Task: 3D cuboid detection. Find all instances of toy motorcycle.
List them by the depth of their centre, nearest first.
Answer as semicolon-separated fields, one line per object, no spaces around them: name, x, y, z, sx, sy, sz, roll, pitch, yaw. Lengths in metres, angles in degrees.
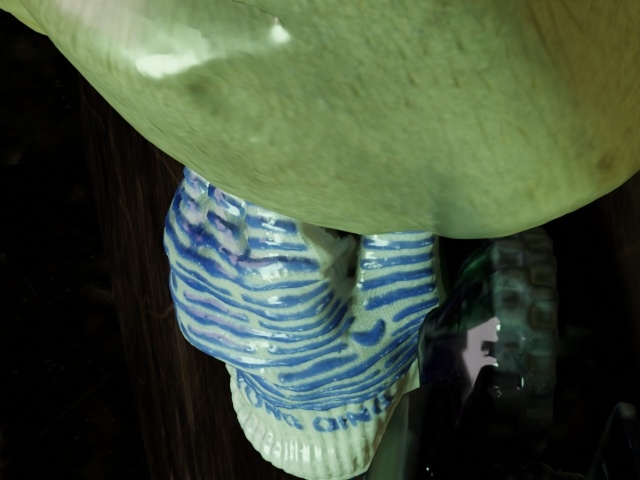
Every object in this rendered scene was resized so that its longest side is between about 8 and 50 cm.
toy motorcycle;0.056;0.132;0.591;0.159;0.106;0.270;106;169;-55

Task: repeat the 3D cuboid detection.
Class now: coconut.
coconut;0.009;-0.108;0.467;0.224;0.224;0.224;172;90;-79

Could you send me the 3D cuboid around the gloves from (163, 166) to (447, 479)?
gloves;-0.002;0.006;0.661;0.097;0.119;0.229;-51;-31;-41

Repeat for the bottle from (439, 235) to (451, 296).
bottle;-0.008;-0.121;0.811;0.093;0.093;0.330;134;127;-77

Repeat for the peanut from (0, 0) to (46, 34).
peanut;-0.038;-0.139;0.701;0.257;0.123;0.123;2;103;38
